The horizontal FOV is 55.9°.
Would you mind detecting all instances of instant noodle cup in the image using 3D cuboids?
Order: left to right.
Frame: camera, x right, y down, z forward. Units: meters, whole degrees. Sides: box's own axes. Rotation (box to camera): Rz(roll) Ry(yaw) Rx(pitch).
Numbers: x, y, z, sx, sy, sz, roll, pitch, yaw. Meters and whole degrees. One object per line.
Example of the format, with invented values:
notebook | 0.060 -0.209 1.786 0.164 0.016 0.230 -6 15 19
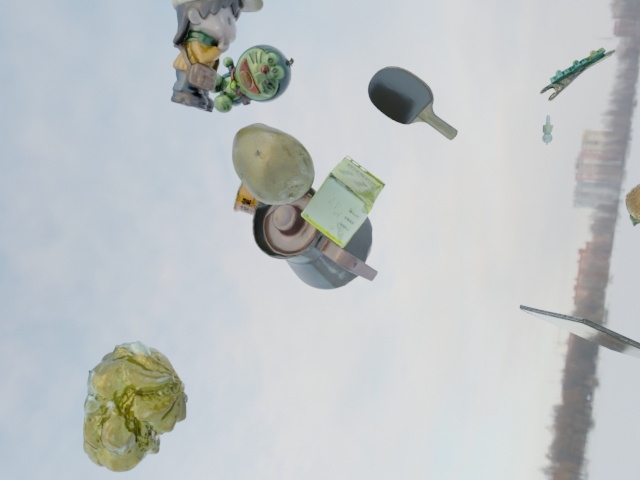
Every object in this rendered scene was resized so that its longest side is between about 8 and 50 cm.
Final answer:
instant noodle cup | -0.168 -0.159 2.001 0.216 0.172 0.216 25 -90 -87

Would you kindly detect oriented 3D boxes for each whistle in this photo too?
whistle | 0.770 -0.374 2.045 0.035 0.035 0.100 -8 -80 -63

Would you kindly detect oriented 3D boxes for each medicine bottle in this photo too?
medicine bottle | 0.064 -0.104 1.540 0.141 0.137 0.250 -55 0 22

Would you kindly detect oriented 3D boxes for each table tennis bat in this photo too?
table tennis bat | 0.224 -0.318 1.436 0.138 0.246 0.022 -45 16 51

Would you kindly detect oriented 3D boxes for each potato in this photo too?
potato | -0.107 -0.171 1.280 0.157 0.194 0.157 -26 -28 -15

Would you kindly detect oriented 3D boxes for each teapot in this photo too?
teapot | 0.000 0.000 1.838 0.306 0.376 0.361 -57 -32 4

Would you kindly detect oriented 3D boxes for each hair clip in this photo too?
hair clip | 0.554 -0.369 1.308 0.049 0.173 0.049 53 -170 -13

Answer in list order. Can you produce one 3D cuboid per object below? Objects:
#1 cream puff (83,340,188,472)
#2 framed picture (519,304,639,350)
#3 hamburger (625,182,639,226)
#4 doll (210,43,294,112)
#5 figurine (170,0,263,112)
cream puff | -0.527 0.483 1.762 0.378 0.275 0.378 -175 90 -82
framed picture | 0.626 0.214 1.354 0.347 0.265 0.016 163 130 -87
hamburger | 0.871 -0.088 1.607 0.176 0.102 0.087 -118 8 -51
doll | -0.237 -0.580 2.146 0.186 0.322 0.199 -48 -57 -67
figurine | -0.285 -0.481 1.414 0.332 0.204 0.185 -60 2 9
